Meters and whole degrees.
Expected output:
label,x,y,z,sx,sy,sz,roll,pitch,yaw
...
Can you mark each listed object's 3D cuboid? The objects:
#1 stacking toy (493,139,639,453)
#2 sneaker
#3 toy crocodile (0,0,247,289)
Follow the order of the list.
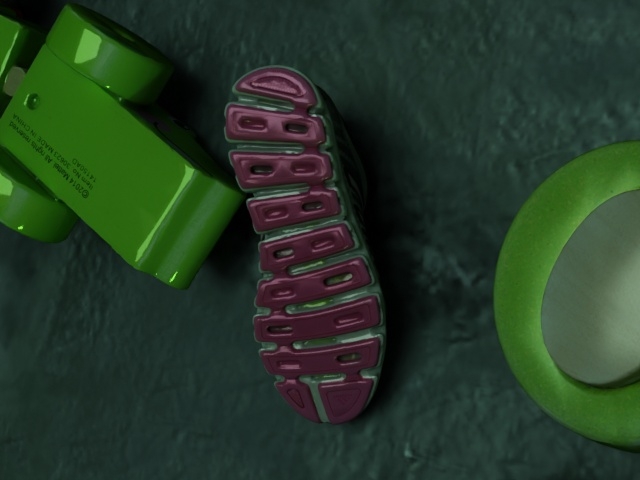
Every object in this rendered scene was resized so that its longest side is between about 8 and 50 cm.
label,x,y,z,sx,sy,sz,roll,pitch,yaw
stacking toy,0.181,0.029,0.478,0.280,0.130,0.308,-33,64,25
sneaker,0.000,0.000,0.657,0.063,0.075,0.170,-10,98,16
toy crocodile,-0.167,-0.089,0.771,0.341,0.105,0.115,35,101,30
